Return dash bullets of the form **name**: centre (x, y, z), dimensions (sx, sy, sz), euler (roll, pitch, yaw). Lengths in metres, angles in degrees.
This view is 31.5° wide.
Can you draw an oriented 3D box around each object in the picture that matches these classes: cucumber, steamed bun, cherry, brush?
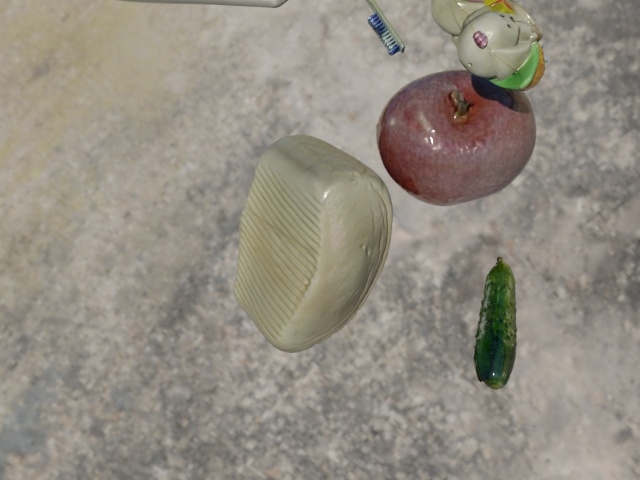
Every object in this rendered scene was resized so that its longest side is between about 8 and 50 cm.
- **cucumber**: centre (0.270, 0.121, 1.735), dimensions (0.069, 0.069, 0.227), euler (-18, 47, 37)
- **steamed bun**: centre (0.002, 0.003, 2.062), dimensions (0.247, 0.236, 0.384), euler (41, 129, 41)
- **cherry**: centre (0.223, -0.165, 1.892), dimensions (0.261, 0.307, 0.221), euler (-5, 78, -1)
- **brush**: centre (0.078, -0.363, 1.779), dimensions (0.030, 0.033, 0.179), euler (-33, 77, 5)

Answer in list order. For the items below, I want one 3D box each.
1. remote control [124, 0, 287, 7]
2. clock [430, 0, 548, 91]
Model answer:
- **remote control**: centre (-0.143, -0.311, 1.360), dimensions (0.313, 0.055, 0.109), euler (13, 45, 34)
- **clock**: centre (0.228, -0.292, 1.565), dimensions (0.103, 0.144, 0.231), euler (-44, 49, 19)
